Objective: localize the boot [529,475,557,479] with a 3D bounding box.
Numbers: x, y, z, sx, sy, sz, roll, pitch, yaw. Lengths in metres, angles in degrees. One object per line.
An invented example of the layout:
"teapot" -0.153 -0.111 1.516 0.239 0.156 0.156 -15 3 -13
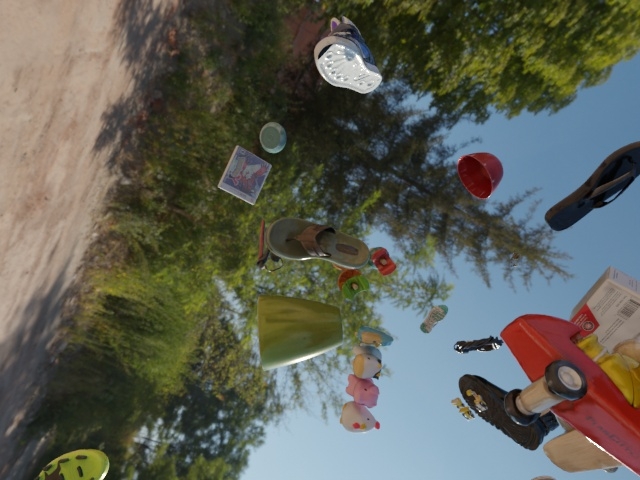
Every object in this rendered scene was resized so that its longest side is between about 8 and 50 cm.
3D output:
"boot" 0.454 0.574 0.902 0.190 0.069 0.086 -26 154 -12

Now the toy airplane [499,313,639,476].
"toy airplane" 0.532 0.279 0.682 0.386 0.384 0.272 -4 -153 47

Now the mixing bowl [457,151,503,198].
"mixing bowl" 0.605 -0.257 1.549 0.098 0.181 0.181 -31 -168 -10

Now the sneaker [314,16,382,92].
"sneaker" 0.051 -0.599 1.285 0.130 0.323 0.236 -35 -109 30

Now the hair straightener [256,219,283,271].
"hair straightener" -0.139 0.014 1.239 0.230 0.089 0.047 -93 -174 -56

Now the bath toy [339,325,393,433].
"bath toy" 0.145 0.452 1.312 0.151 0.129 0.348 -10 111 -60

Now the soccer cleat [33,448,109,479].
"soccer cleat" -0.553 0.525 0.901 0.289 0.093 0.121 -37 164 10

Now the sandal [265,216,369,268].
"sandal" 0.001 -0.001 1.132 0.086 0.303 0.120 138 -41 -65

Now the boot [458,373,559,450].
"boot" 0.727 0.599 1.582 0.348 0.260 0.131 38 -48 37

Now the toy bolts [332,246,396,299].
"toy bolts" 0.146 0.079 1.580 0.228 0.218 0.158 -28 -167 -3

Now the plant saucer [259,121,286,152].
"plant saucer" -0.191 -0.404 1.642 0.119 0.119 0.021 -57 168 21

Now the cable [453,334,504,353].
"cable" 0.586 0.375 1.524 0.150 0.184 0.047 -39 -131 45

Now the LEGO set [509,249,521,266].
"LEGO set" 0.898 0.085 1.932 0.054 0.023 0.083 12 -103 57

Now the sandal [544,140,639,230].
"sandal" 0.632 -0.107 0.939 0.254 0.097 0.054 -52 -150 29

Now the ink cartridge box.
"ink cartridge box" 0.874 0.233 1.157 0.114 0.273 0.197 -27 144 -48

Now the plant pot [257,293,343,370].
"plant pot" -0.070 0.324 1.544 0.275 0.293 0.275 175 -90 -87

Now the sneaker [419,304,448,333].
"sneaker" 0.493 0.328 1.806 0.076 0.065 0.166 -26 156 -53

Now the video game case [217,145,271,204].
"video game case" -0.333 -0.287 1.857 0.023 0.183 0.201 15 -100 56

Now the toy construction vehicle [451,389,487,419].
"toy construction vehicle" 0.447 0.490 1.256 0.086 0.098 0.035 -39 -162 35
